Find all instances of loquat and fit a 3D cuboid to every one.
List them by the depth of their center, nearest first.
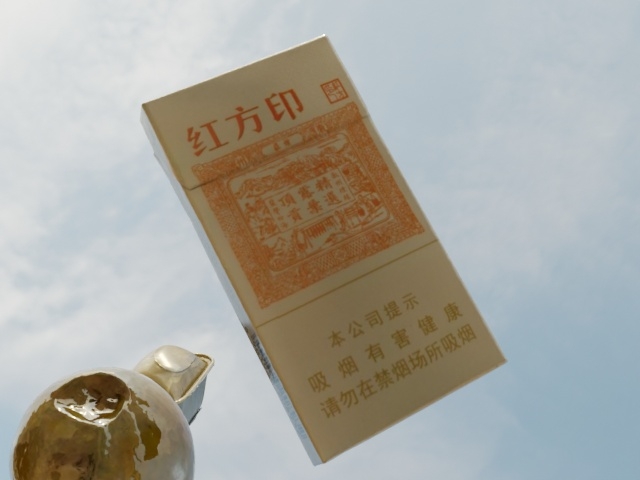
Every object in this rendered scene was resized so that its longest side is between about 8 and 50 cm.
[{"bbox_3d":[-0.215,0.233,0.914,0.179,0.179,0.227,23,-50,23],"label":"loquat"}]

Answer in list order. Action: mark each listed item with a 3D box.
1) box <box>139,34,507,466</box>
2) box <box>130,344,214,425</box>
[{"bbox_3d":[0.000,-0.001,0.860,0.365,0.205,0.051,62,-20,9],"label":"box"},{"bbox_3d":[-0.207,0.195,1.209,0.111,0.177,0.111,2,-76,9],"label":"box"}]
